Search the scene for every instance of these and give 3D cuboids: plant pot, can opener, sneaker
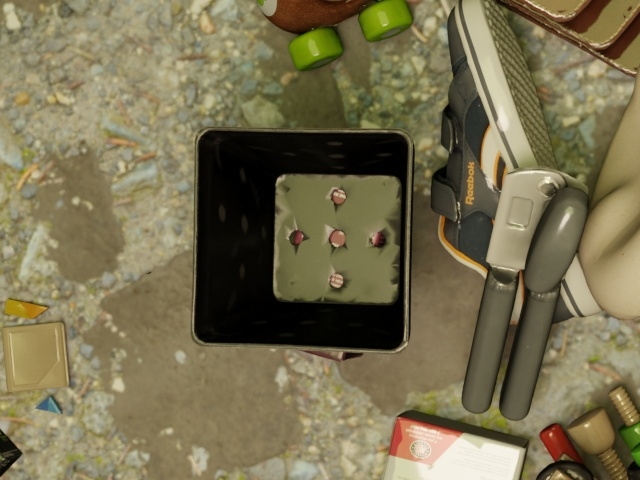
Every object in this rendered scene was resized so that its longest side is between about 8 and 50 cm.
[{"bbox_3d":[0.000,0.000,1.468,0.187,0.167,0.188,1,89,12],"label":"plant pot"},{"bbox_3d":[0.176,0.055,1.483,0.074,0.093,0.280,12,129,4],"label":"can opener"},{"bbox_3d":[0.156,-0.065,1.544,0.127,0.126,0.321,-17,99,21],"label":"sneaker"}]

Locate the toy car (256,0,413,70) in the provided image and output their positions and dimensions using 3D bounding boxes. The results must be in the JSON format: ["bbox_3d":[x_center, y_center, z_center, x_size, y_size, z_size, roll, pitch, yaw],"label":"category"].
[{"bbox_3d":[-0.006,-0.261,1.565,0.149,0.188,0.155,-22,85,10],"label":"toy car"}]

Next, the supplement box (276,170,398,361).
[{"bbox_3d":[0.020,0.016,1.602,0.080,0.104,0.188,17,93,12],"label":"supplement box"}]

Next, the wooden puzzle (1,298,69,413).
[{"bbox_3d":[-0.293,0.119,1.713,0.078,0.014,0.116,1,90,16],"label":"wooden puzzle"}]

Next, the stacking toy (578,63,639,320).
[{"bbox_3d":[0.500,-0.016,1.436,0.480,0.350,0.351,24,95,-4],"label":"stacking toy"}]

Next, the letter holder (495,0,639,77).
[{"bbox_3d":[0.295,-0.324,1.526,0.214,0.152,0.302,31,96,8],"label":"letter holder"}]

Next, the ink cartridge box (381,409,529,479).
[{"bbox_3d":[0.119,0.264,1.597,0.127,0.072,0.175,13,93,11],"label":"ink cartridge box"}]

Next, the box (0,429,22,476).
[{"bbox_3d":[-0.362,0.213,1.706,0.062,0.052,0.083,-45,81,7],"label":"box"}]

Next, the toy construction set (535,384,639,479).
[{"bbox_3d":[0.328,0.253,1.456,0.257,0.309,0.237,-32,92,-16],"label":"toy construction set"}]
